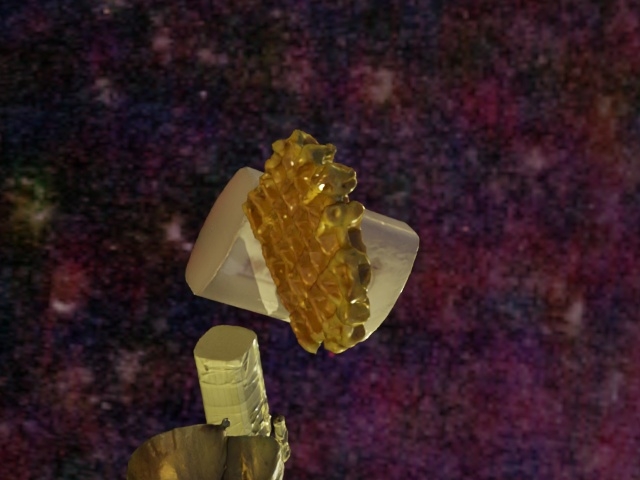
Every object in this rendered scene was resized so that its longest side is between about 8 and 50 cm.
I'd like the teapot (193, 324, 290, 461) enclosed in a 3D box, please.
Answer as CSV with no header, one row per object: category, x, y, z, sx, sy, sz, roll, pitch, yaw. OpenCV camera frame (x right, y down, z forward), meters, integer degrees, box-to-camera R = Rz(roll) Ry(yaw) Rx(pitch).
teapot,-0.095,0.213,1.659,0.077,0.107,0.200,-57,147,-51

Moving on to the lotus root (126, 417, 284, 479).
lotus root,-0.127,0.300,1.467,0.078,0.183,0.203,-108,-167,-50

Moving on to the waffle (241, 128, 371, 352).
waffle,-0.001,0.000,1.386,0.057,0.219,0.229,-15,69,-24

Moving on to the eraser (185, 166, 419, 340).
eraser,-0.021,0.022,1.668,0.270,0.095,0.174,19,108,-32
